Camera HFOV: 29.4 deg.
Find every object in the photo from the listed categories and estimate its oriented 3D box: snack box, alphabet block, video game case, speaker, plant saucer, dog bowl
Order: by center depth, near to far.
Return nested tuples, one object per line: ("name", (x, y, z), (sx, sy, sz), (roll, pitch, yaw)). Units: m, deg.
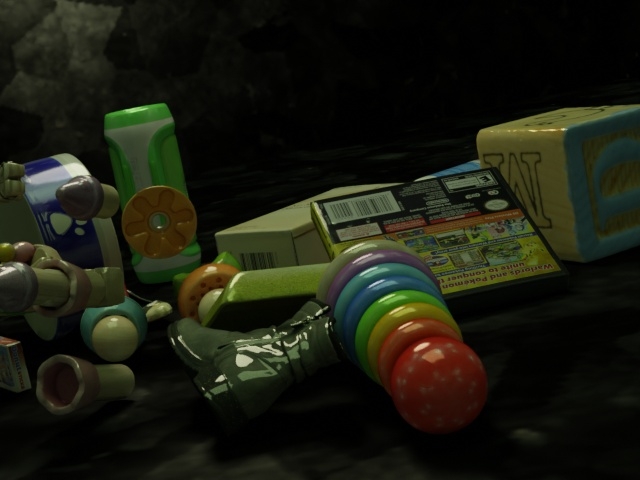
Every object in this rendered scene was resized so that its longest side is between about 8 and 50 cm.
("plant saucer", (-0.048, 0.072, 1.464), (0.188, 0.045, 0.188), (-5, -17, -18))
("video game case", (0.149, 0.006, 1.604), (0.274, 0.035, 0.248), (-11, 39, -11))
("snack box", (-0.434, 0.157, 1.611), (0.022, 0.064, 0.178), (-17, 12, -35))
("alphabet block", (0.367, -0.085, 1.763), (0.192, 0.194, 0.197), (-15, 11, -30))
("dog bowl", (-0.391, 0.011, 1.806), (0.104, 0.265, 0.265), (-18, 12, -28))
("speaker", (-0.289, -0.081, 2.112), (0.131, 0.297, 0.131), (-10, 10, 2))

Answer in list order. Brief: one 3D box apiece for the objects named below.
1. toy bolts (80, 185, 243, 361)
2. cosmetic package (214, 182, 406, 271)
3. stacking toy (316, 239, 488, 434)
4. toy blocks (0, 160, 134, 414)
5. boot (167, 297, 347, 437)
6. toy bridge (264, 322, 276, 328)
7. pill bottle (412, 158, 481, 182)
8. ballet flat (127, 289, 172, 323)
("toy bolts", (-0.221, 0.062, 1.608), (0.228, 0.218, 0.158), (-29, 18, -3))
("cosmetic package", (0.000, 0.000, 1.901), (0.160, 0.113, 0.309), (-3, 14, 37))
("stacking toy", (0.087, 0.099, 1.231), (0.141, 0.141, 0.330), (-12, 14, -7))
("toy blocks", (-0.397, 0.046, 1.374), (0.288, 0.309, 0.260), (-6, -7, 24))
("boot", (-0.064, 0.115, 1.307), (0.161, 0.083, 0.246), (-31, 22, -10))
("toy bridge", (0.008, 0.096, 1.603), (0.188, 0.026, 0.063), (-13, 9, -17))
("pill bottle", (0.204, -0.050, 1.923), (0.221, 0.124, 0.124), (-18, 13, -41))
("ballet flat", (-0.276, 0.097, 1.817), (0.057, 0.049, 0.173), (-18, 12, -35))
